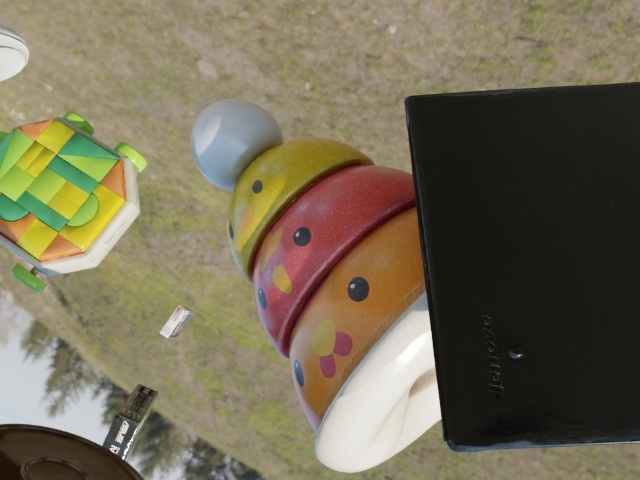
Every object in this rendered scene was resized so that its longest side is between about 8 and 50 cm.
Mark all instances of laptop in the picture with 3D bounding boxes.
[{"bbox_3d":[0.307,0.051,0.810,0.236,0.382,0.408,-24,141,30],"label":"laptop"}]

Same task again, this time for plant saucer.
[{"bbox_3d":[-0.319,0.300,0.954,0.310,0.050,0.310,24,-174,-3],"label":"plant saucer"}]

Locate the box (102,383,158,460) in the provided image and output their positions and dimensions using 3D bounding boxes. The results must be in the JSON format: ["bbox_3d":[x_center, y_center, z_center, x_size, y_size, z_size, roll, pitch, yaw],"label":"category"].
[{"bbox_3d":[-0.321,0.336,1.263,0.045,0.184,0.190,26,-179,-4],"label":"box"}]

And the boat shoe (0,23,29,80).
[{"bbox_3d":[-0.441,-0.195,0.948,0.084,0.258,0.095,40,126,14],"label":"boat shoe"}]

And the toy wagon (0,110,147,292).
[{"bbox_3d":[-0.455,-0.088,1.282,0.344,0.267,0.068,31,164,20],"label":"toy wagon"}]

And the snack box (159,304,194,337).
[{"bbox_3d":[-0.287,0.163,1.613,0.022,0.064,0.178,33,173,0],"label":"snack box"}]

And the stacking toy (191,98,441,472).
[{"bbox_3d":[0.000,0.000,0.967,0.480,0.350,0.351,43,174,24],"label":"stacking toy"}]
